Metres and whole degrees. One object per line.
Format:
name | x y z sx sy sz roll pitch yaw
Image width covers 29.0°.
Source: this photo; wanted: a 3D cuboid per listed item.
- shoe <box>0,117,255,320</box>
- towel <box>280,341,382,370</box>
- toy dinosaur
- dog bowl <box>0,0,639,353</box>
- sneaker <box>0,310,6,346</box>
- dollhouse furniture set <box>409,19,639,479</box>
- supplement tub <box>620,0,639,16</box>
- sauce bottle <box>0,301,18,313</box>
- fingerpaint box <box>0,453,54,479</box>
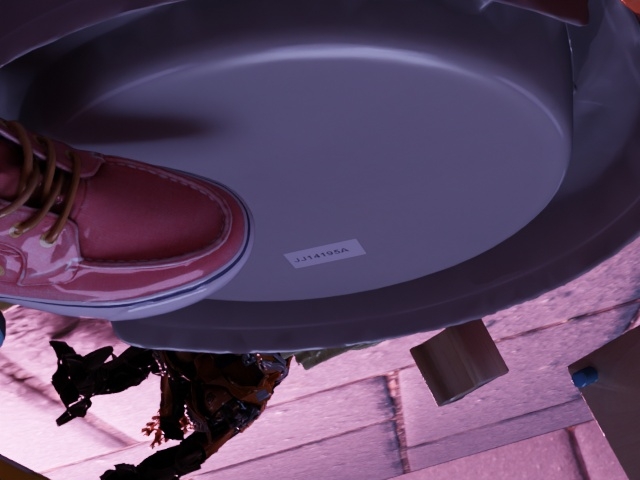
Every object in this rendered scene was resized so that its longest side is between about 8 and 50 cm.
shoe | -0.111 -0.014 0.451 0.178 0.063 0.081 3 159 -7
towel | 0.000 0.000 0.773 0.110 0.148 0.027 -23 -179 22
toy dinosaur | -0.110 0.144 1.109 0.218 0.164 0.322 -24 147 -29
dog bowl | -0.012 -0.053 0.582 0.348 0.102 0.349 -4 155 -2
sneaker | -0.274 0.026 0.521 0.262 0.125 0.104 25 155 -9
dollhouse furniture set | 0.225 0.057 0.774 0.286 0.303 0.198 -38 162 30
supplement tub | 0.197 -0.193 0.277 0.207 0.207 0.338 -4 158 -32
sauce bottle | -0.236 0.039 0.843 0.128 0.042 0.042 -27 159 25
fingerpaint box | -0.211 0.281 0.957 0.371 0.163 0.445 20 162 23
